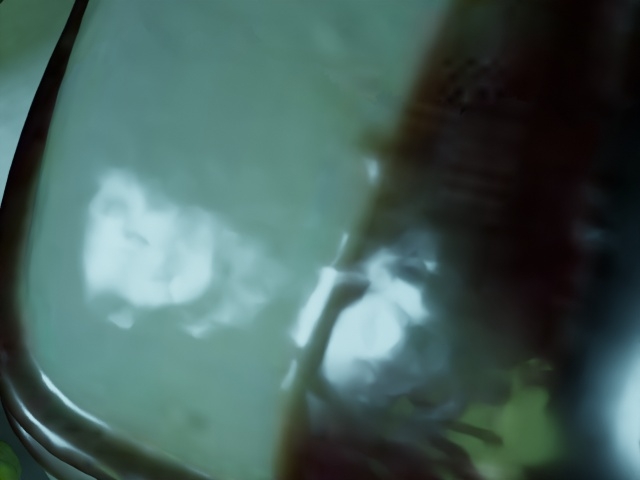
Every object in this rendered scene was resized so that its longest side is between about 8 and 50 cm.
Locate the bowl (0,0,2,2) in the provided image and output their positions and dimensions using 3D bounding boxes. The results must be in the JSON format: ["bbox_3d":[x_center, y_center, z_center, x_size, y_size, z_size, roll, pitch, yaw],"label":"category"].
[{"bbox_3d":[-0.199,-0.101,0.561,0.211,0.112,0.211,1,135,1],"label":"bowl"}]

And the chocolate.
[{"bbox_3d":[0.000,0.000,0.543,0.186,0.283,0.283,5,135,0],"label":"chocolate"}]

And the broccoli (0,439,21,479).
[{"bbox_3d":[-0.196,0.177,0.718,0.245,0.288,0.248,32,125,27],"label":"broccoli"}]
